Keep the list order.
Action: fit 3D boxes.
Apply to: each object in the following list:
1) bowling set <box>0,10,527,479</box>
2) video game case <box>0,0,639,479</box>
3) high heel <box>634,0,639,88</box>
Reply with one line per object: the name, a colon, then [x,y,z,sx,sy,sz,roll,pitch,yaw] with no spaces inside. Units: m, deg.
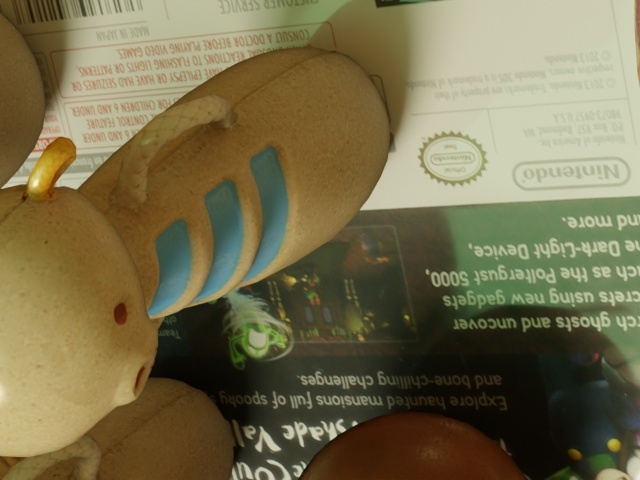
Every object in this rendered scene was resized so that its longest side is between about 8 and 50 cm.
bowling set: [-0.059,0.025,0.376,0.200,0.154,0.287,30,123,17]
video game case: [0.000,0.000,0.441,0.190,0.022,0.173,-2,109,31]
high heel: [0.102,-0.065,0.303,0.117,0.082,0.244,-21,97,48]
